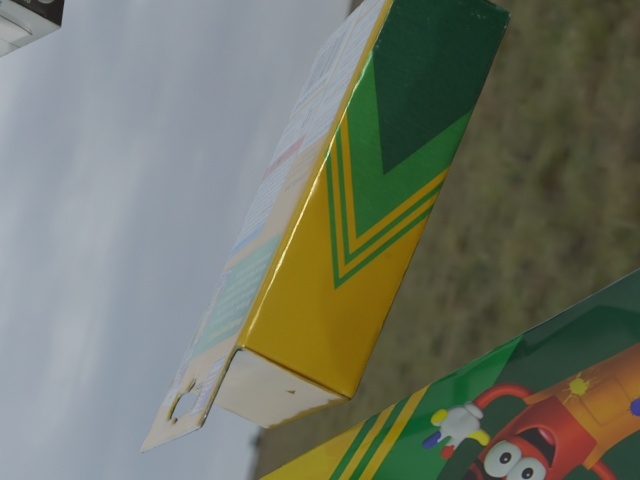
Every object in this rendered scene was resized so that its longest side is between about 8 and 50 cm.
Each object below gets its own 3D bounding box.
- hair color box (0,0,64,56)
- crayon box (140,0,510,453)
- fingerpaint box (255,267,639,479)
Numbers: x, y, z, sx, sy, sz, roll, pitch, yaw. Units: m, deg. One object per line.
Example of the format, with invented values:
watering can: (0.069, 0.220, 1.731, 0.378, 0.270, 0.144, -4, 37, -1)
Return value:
hair color box: (-0.219, -0.124, 1.004, 0.167, 0.093, 0.053, -17, 59, 41)
crayon box: (0.000, 0.000, 1.244, 0.323, 0.083, 0.203, -66, 10, -16)
fingerpaint box: (0.106, 0.260, 1.238, 0.163, 0.371, 0.445, 54, 165, 32)
